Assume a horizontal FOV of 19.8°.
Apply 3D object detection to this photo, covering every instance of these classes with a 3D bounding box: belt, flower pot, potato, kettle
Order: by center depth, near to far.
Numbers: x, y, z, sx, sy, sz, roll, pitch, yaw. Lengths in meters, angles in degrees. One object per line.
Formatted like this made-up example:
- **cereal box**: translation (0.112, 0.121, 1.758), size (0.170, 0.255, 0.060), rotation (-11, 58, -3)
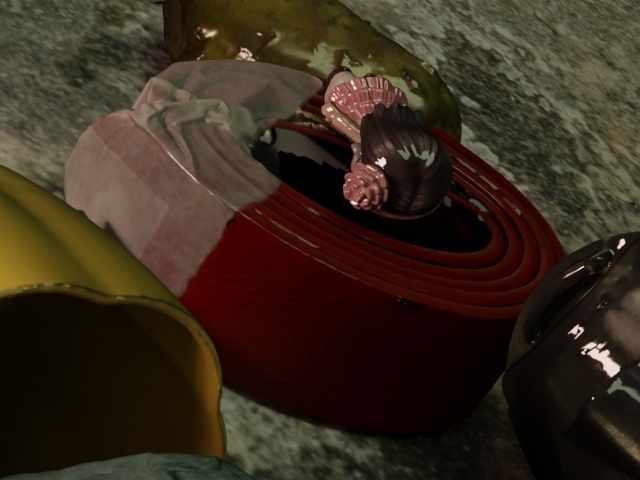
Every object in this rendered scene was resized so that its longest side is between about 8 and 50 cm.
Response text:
- **flower pot**: translation (-0.163, 0.057, 0.827), size (0.195, 0.195, 0.179), rotation (11, 24, -37)
- **kettle**: translation (0.258, 0.123, 1.078), size (0.324, 0.228, 0.321), rotation (45, 23, 4)
- **belt**: translation (0.000, 0.000, 1.139), size (0.324, 0.115, 0.227), rotation (16, 33, -30)
- **potato**: translation (-0.012, -0.115, 1.314), size (0.251, 0.113, 0.149), rotation (29, 35, 9)

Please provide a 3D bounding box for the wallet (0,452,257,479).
- **wallet**: translation (-0.132, 0.160, 0.636), size (0.342, 0.075, 0.237), rotation (-8, 26, -26)

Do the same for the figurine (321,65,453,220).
- **figurine**: translation (0.034, -0.063, 1.100), size (0.072, 0.054, 0.129), rotation (13, 34, -30)

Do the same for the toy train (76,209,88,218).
- **toy train**: translation (-0.118, 0.067, 0.985), size (0.042, 0.044, 0.209), rotation (9, 37, -40)
